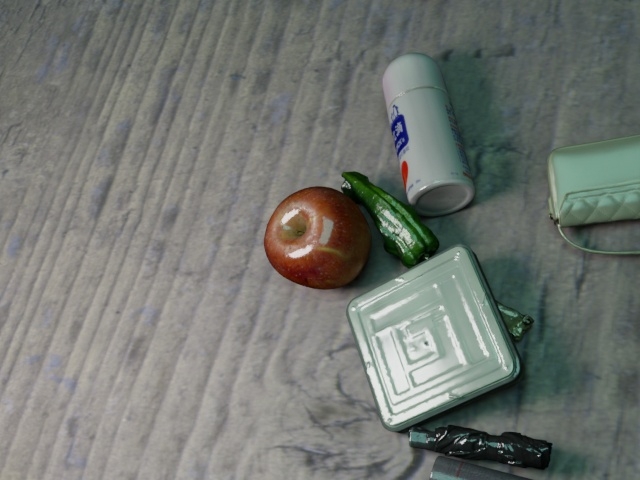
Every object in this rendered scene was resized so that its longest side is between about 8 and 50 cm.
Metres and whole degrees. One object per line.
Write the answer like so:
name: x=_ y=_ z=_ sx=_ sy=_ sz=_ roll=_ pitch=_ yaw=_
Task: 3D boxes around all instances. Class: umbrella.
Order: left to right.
umbrella: x=0.260 y=0.336 z=1.338 sx=0.236 sy=0.066 sz=0.059 roll=5 pitch=62 yaw=19

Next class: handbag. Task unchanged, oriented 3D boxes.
handbag: x=0.538 y=-0.076 z=1.456 sx=0.256 sy=0.079 sz=0.219 roll=-8 pitch=73 yaw=14

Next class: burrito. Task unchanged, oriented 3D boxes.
burrito: x=0.296 y=0.122 z=1.450 sx=0.171 sy=0.042 sz=0.051 roll=28 pitch=82 yaw=25

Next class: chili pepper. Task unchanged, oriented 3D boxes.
chili pepper: x=0.124 y=-0.047 z=1.544 sx=0.083 sy=0.099 sz=0.253 roll=-32 pitch=53 yaw=-12

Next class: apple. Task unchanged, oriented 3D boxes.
apple: x=0.000 y=0.000 z=1.539 sx=0.201 sy=0.162 sz=0.201 roll=-14 pitch=65 yaw=31

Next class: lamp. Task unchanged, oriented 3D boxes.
lamp: x=0.193 y=0.172 z=1.428 sx=0.267 sy=0.047 sz=0.269 roll=-30 pitch=58 yaw=19

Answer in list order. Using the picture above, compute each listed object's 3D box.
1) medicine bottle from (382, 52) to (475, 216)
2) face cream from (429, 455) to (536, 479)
medicine bottle: x=0.205 y=-0.223 z=1.598 sx=0.130 sy=0.130 sz=0.340 roll=-14 pitch=62 yaw=11
face cream: x=0.314 y=0.410 z=1.282 sx=0.284 sy=0.073 sz=0.073 roll=9 pitch=68 yaw=22
